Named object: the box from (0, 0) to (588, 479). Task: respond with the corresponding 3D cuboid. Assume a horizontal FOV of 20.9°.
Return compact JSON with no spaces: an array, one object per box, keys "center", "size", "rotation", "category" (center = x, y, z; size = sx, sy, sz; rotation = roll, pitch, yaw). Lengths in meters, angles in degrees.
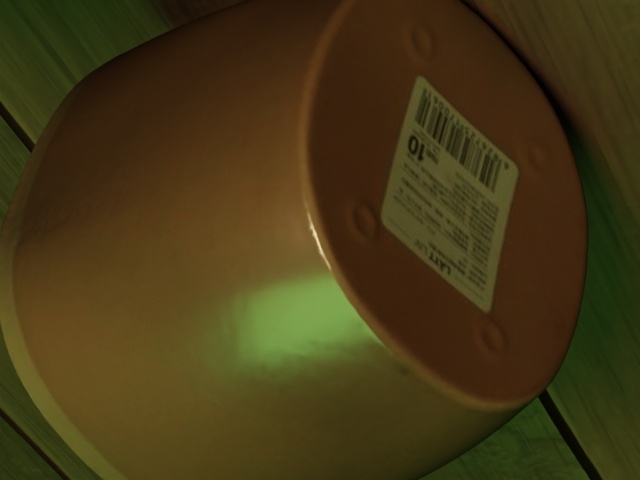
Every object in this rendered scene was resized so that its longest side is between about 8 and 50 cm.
[{"center":[0.000,0.000,0.970],"size":[0.216,0.301,0.301],"rotation":[-24,126,39],"category":"box"}]
